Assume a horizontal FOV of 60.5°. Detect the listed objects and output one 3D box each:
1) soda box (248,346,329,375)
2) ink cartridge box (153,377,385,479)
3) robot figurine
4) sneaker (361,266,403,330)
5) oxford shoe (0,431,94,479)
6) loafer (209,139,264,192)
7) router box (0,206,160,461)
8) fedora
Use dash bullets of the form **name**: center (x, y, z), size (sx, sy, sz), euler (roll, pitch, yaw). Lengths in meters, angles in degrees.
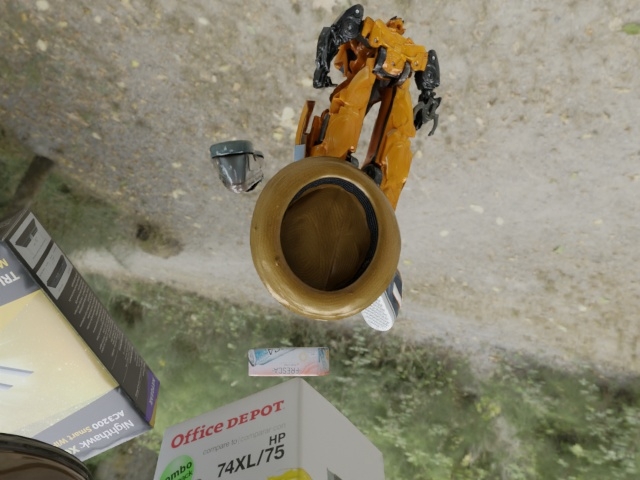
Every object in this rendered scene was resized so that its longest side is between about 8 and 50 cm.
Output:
- **soda box**: center (-0.072, 0.275, 1.244), size (0.183, 0.063, 0.058), euler (-7, 168, 24)
- **ink cartridge box**: center (-0.051, 0.327, 0.564), size (0.198, 0.270, 0.197), euler (-26, 126, 19)
- **robot figurine**: center (0.060, -0.170, 0.758), size (0.211, 0.291, 0.085), euler (20, 171, -28)
- **sneaker**: center (0.142, 0.087, 1.505), size (0.126, 0.127, 0.321), euler (2, 126, 32)
- **oxford shoe**: center (-0.172, 0.134, 0.218), size (0.096, 0.083, 0.227), euler (20, 175, 28)
- **loafer**: center (-0.146, -0.118, 0.970), size (0.096, 0.084, 0.267), euler (-8, -178, -1)
- **router box**: center (-0.357, 0.142, 0.536), size (0.308, 0.081, 0.243), euler (-25, 118, 1)
- **fedora**: center (0.000, 0.000, 0.644), size (0.194, 0.195, 0.079), euler (20, 160, -16)
